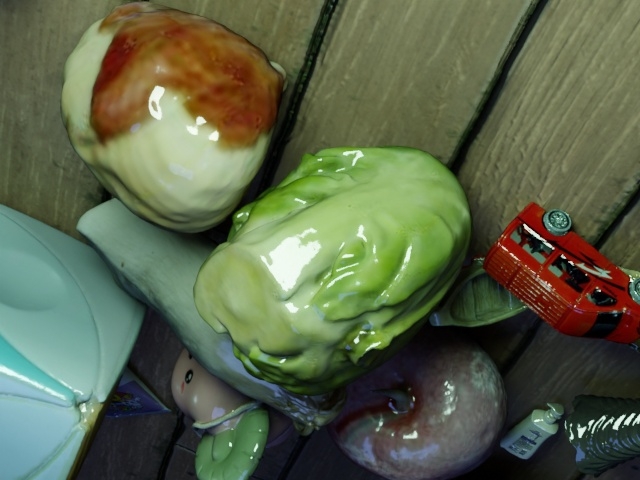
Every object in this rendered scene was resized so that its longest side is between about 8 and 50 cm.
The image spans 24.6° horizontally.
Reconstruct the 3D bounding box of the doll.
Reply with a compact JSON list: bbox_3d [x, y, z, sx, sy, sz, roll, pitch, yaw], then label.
[{"bbox_3d":[-0.079,0.201,1.958,0.216,0.284,0.268,34,173,-23],"label":"doll"}]

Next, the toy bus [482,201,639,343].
[{"bbox_3d":[0.283,0.050,1.649,0.195,0.089,0.081,40,147,11],"label":"toy bus"}]

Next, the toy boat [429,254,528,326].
[{"bbox_3d":[0.199,0.061,1.726,0.071,0.185,0.089,-151,48,-63],"label":"toy boat"}]

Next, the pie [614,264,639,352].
[{"bbox_3d":[0.446,0.107,1.694,0.282,0.068,0.128,20,142,13],"label":"pie"}]

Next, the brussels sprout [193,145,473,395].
[{"bbox_3d":[0.017,0.026,1.617,0.247,0.328,0.328,47,149,15],"label":"brussels sprout"}]

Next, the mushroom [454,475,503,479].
[{"bbox_3d":[0.242,0.511,2.187,0.345,0.259,0.345,15,145,11],"label":"mushroom"}]

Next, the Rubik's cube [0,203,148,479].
[{"bbox_3d":[-0.455,0.184,1.955,0.352,0.352,0.347,26,120,-3],"label":"Rubik's cube"}]

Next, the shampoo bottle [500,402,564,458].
[{"bbox_3d":[0.297,0.258,2.011,0.049,0.034,0.141,31,145,-2],"label":"shampoo bottle"}]

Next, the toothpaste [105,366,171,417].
[{"bbox_3d":[-0.342,0.201,2.255,0.114,0.073,0.299,-10,142,18],"label":"toothpaste"}]

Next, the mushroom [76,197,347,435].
[{"bbox_3d":[-0.130,0.089,1.804,0.397,0.126,0.177,37,160,30],"label":"mushroom"}]

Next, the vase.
[{"bbox_3d":[0.437,0.228,1.838,0.237,0.115,0.115,-15,132,35],"label":"vase"}]

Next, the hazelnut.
[{"bbox_3d":[-0.142,-0.132,1.573,0.261,0.241,0.261,41,153,25],"label":"hazelnut"}]

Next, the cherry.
[{"bbox_3d":[0.123,0.208,1.882,0.236,0.212,0.285,24,175,29],"label":"cherry"}]
